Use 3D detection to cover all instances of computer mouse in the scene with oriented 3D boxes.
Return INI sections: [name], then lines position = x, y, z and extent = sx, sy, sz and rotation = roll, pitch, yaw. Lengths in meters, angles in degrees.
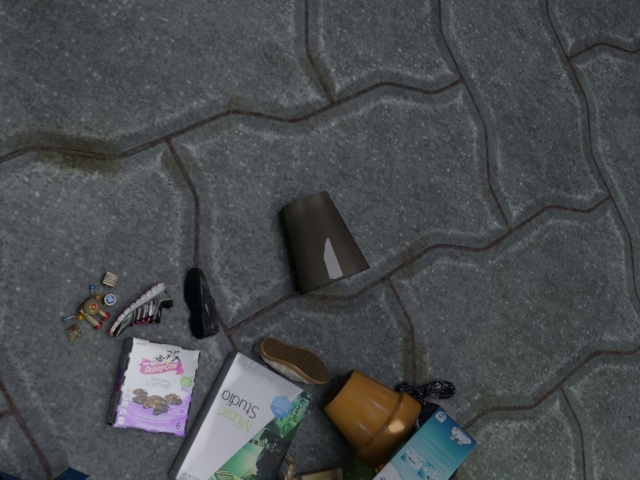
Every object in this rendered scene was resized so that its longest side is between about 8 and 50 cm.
[computer mouse]
position = 0.299, 0.522, 1.975
extent = 0.188, 0.072, 0.272
rotation = 2, 68, -27

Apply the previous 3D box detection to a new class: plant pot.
[plant pot]
position = 0.115, 0.432, 1.823
extent = 0.188, 0.205, 0.205
rotation = 39, 64, -1

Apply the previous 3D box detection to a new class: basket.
[basket]
position = 0.000, 0.000, 1.857
extent = 0.204, 0.154, 0.227
rotation = -19, 87, -31

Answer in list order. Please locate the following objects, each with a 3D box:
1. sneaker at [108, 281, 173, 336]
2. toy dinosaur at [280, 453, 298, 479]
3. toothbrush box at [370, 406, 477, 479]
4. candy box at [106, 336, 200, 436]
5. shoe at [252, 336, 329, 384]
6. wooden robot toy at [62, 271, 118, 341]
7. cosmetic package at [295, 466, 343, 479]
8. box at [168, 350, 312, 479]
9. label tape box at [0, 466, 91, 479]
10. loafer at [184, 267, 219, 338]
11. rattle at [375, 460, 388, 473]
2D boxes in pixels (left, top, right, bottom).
[sneaker]
position = -0.401, 0.170, 1.648
extent = 0.075, 0.063, 0.170
rotation = 50, 57, -5
[toy dinosaur]
position = -0.080, 0.602, 1.713
extent = 0.092, 0.053, 0.183
rotation = -5, 100, -53
[toothbrush box]
position = 0.201, 0.559, 1.682
extent = 0.126, 0.216, 0.295
rotation = 42, 48, 15
[candy box]
position = -0.373, 0.328, 1.631
extent = 0.165, 0.070, 0.196
rotation = 16, 74, -26
[shoe]
position = -0.072, 0.304, 1.817
extent = 0.219, 0.058, 0.076
rotation = 32, 47, -25
[wooden robot toy]
position = -0.492, 0.147, 1.594
extent = 0.076, 0.079, 0.173
rotation = 42, 65, -16
[cosmetic package]
position = -0.002, 0.602, 1.803
extent = 0.115, 0.041, 0.060
rotation = -2, 82, -29
[box]
position = -0.182, 0.458, 1.721
extent = 0.232, 0.058, 0.322
rotation = 34, 68, -20
[label tape box]
position = -0.620, 0.515, 1.364
extent = 0.334, 0.240, 0.106
rotation = -40, 99, -29
[loafer]
position = -0.280, 0.148, 1.730
extent = 0.061, 0.062, 0.170
rotation = -3, 85, -52
[rattle]
position = 0.220, 0.627, 1.825
extent = 0.130, 0.200, 0.142
rotation = 24, 76, -26
